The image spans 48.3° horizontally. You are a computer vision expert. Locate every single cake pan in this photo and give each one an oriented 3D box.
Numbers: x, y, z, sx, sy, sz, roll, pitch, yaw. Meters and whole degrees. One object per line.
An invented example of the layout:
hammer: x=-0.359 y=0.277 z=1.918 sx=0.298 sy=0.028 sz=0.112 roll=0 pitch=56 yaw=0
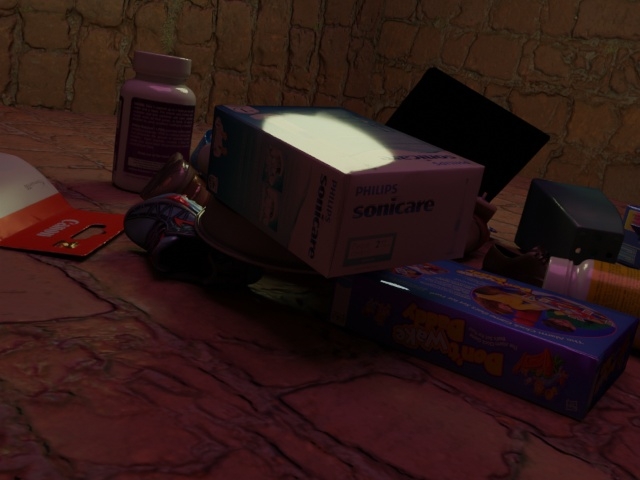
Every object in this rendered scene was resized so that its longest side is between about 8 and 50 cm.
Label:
cake pan: x=-0.032 y=-0.035 z=1.029 sx=0.294 sy=0.054 sz=0.293 roll=8 pitch=21 yaw=-3

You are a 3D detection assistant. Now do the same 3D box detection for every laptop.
laptop: x=0.241 y=-0.218 z=1.715 sx=0.382 sy=0.236 sz=0.408 roll=22 pitch=-2 yaw=-30

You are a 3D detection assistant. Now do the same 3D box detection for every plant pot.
plant pot: x=0.554 y=-0.014 z=1.565 sx=0.166 sy=0.165 sz=0.234 roll=9 pitch=21 yaw=-4

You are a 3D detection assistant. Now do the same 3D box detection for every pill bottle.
pill bottle: x=-0.368 y=-0.264 z=1.599 sx=0.169 sy=0.301 sz=0.169 roll=10 pitch=13 yaw=-2
pill bottle: x=0.443 y=0.096 z=1.084 sx=0.209 sy=0.119 sz=0.119 roll=14 pitch=14 yaw=16

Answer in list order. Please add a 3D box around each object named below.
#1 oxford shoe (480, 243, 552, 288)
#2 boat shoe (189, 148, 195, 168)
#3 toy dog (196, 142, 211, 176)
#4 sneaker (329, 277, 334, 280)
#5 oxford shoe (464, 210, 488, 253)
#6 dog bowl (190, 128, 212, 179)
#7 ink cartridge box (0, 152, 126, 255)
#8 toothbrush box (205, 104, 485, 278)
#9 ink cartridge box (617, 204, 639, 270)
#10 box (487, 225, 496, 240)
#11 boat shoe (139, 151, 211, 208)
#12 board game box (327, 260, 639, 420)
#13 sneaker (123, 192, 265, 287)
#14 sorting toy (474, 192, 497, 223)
oxford shoe: x=0.385 y=0.062 z=1.243 sx=0.227 sy=0.096 sz=0.083 roll=21 pitch=15 yaw=33
boat shoe: x=-0.278 y=-0.235 z=1.965 sx=0.103 sy=0.113 sz=0.302 roll=18 pitch=15 yaw=8
toy dog: x=-0.116 y=-0.167 z=1.508 sx=0.220 sy=0.161 sz=0.333 roll=41 pitch=11 yaw=-2
sneaker: x=0.000 y=0.000 z=1.215 sx=0.279 sy=0.107 sz=0.118 roll=18 pitch=4 yaw=20
oxford shoe: x=0.177 y=-0.055 z=1.529 sx=0.348 sy=0.122 sz=0.130 roll=15 pitch=19 yaw=26
dog bowl: x=-0.212 y=-0.187 z=1.746 sx=0.166 sy=0.074 sz=0.297 roll=52 pitch=20 yaw=3
ink cartridge box: x=-0.520 y=-0.076 z=1.166 sx=0.385 sy=0.091 sz=0.308 roll=9 pitch=13 yaw=0
toothbrush box: x=0.020 y=-0.078 z=0.906 sx=0.217 sy=0.126 sz=0.296 roll=-7 pitch=26 yaw=-36
ink cartridge box: x=0.891 y=0.023 z=1.671 sx=0.396 sy=0.151 sz=0.270 roll=1 pitch=16 yaw=-27
box: x=0.361 y=-0.027 z=1.749 sx=0.136 sy=0.028 sz=0.081 roll=14 pitch=14 yaw=8
boat shoe: x=-0.274 y=-0.091 z=1.406 sx=0.116 sy=0.123 sz=0.324 roll=41 pitch=1 yaw=-18
board game box: x=0.218 y=0.106 z=0.962 sx=0.347 sy=0.078 sz=0.233 roll=18 pitch=16 yaw=32
sneaker: x=-0.211 y=-0.002 z=1.055 sx=0.262 sy=0.104 sz=0.125 roll=18 pitch=17 yaw=30
sorting toy: x=0.314 y=-0.084 z=1.563 sx=0.132 sy=0.046 sz=0.274 roll=31 pitch=-18 yaw=8
